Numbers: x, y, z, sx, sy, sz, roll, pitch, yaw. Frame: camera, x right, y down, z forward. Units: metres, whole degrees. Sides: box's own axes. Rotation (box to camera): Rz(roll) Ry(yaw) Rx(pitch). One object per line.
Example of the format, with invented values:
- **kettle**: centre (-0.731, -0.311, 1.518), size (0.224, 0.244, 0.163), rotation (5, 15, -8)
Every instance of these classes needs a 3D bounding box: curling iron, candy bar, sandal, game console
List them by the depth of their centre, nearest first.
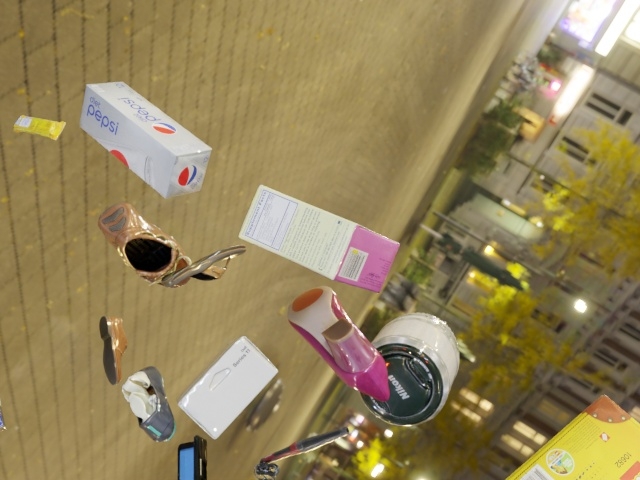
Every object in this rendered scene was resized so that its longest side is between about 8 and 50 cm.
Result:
- **candy bar**: centre (-0.552, -0.222, 1.494), size (0.018, 0.162, 0.040), rotation (40, 70, -48)
- **game console**: centre (-0.261, 0.453, 1.507), size (0.107, 0.071, 0.122), rotation (76, 8, -67)
- **sandal**: centre (-0.255, 0.067, 1.720), size (0.090, 0.060, 0.219), rotation (-22, -175, 45)
- **curling iron**: centre (-0.043, 0.491, 1.769), size (0.274, 0.068, 0.035), rotation (-32, 150, 21)

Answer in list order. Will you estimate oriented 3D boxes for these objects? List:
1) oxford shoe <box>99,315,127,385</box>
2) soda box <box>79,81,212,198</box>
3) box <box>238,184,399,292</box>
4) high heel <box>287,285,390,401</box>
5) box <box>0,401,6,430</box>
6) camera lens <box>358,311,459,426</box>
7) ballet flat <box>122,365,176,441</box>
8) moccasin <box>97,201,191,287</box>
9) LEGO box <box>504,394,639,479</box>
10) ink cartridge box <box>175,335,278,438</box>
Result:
- **oxford shoe**: centre (-0.623, 0.335, 2.347), size (0.076, 0.212, 0.076), rotation (4, 164, -44)
- **soda box**: centre (-0.343, -0.199, 1.480), size (0.091, 0.286, 0.098), rotation (-19, 139, -48)
- **box**: centre (0.000, 0.000, 1.562), size (0.213, 0.243, 0.117), rotation (21, 93, -60)
- **high heel**: centre (0.033, 0.224, 1.682), size (0.127, 0.181, 0.377), rotation (-32, -161, -4)
- **box**: centre (-0.786, 0.364, 1.596), size (0.225, 0.136, 0.036), rotation (-15, 156, -17)
- **camera lens**: centre (0.217, 0.306, 1.860), size (0.219, 0.219, 0.274), rotation (-62, 170, 19)
- **ballet flat**: centre (-0.307, 0.272, 1.339), size (0.074, 0.074, 0.203), rotation (-60, -147, 11)
- **moccasin**: centre (-0.416, 0.039, 1.928), size (0.139, 0.147, 0.380), rotation (-33, 154, -8)
- **LEGO box**: centre (0.372, 0.560, 1.361), size (0.500, 0.193, 0.372), rotation (-31, 146, -25)
- **ink cartridge box**: centre (-0.163, 0.246, 1.299), size (0.153, 0.087, 0.208), rotation (-46, -178, -14)
